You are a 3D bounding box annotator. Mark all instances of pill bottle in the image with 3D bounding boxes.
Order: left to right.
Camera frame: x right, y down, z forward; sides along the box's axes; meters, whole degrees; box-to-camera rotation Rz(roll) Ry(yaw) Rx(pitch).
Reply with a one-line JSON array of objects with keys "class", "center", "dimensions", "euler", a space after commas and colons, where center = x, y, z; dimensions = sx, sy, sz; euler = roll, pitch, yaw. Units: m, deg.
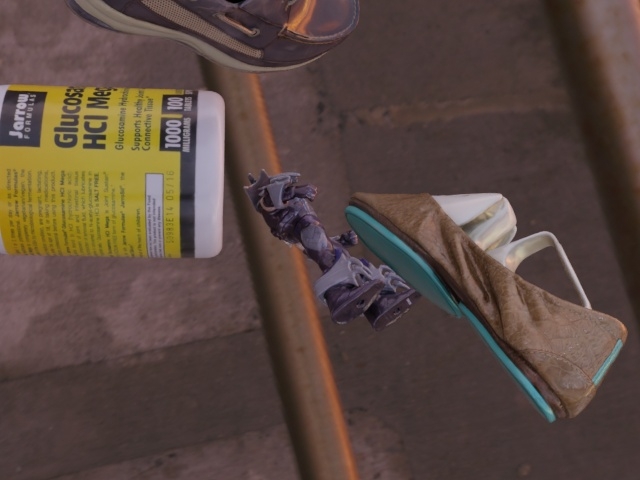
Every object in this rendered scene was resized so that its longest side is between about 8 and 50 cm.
[{"class": "pill bottle", "center": [-0.273, -0.076, 1.319], "dimensions": [0.333, 0.188, 0.188], "euler": [1, 74, -5]}]

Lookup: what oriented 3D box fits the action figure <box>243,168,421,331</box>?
[{"class": "action figure", "center": [0.000, 0.000, 1.541], "dimensions": [0.099, 0.285, 0.185], "euler": [-47, 142, 6]}]

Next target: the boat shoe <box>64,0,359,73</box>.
[{"class": "boat shoe", "center": [-0.076, -0.243, 1.144], "dimensions": [0.355, 0.130, 0.132], "euler": [-2, 80, -46]}]

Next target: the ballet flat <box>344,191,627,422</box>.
[{"class": "ballet flat", "center": [0.154, 0.027, 1.100], "dimensions": [0.124, 0.342, 0.116], "euler": [-40, 131, -5]}]
